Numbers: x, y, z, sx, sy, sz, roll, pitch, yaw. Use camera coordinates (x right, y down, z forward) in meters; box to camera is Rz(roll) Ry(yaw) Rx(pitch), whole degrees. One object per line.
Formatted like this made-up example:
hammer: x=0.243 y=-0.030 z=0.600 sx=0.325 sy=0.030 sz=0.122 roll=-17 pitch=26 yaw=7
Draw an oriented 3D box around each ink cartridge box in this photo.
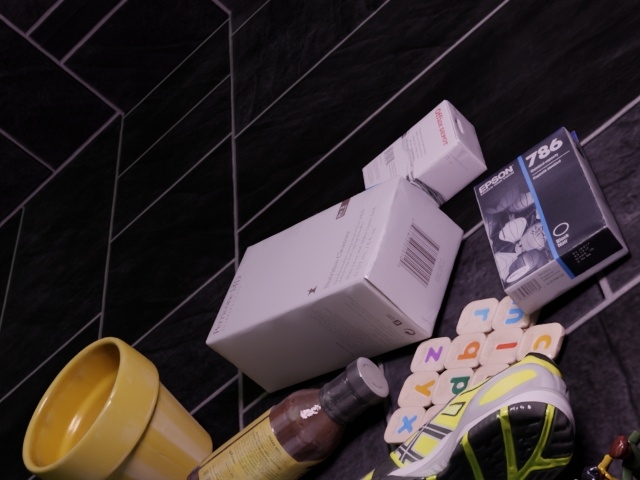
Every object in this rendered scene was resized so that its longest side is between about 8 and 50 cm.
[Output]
ink cartridge box: x=0.310 y=-0.049 z=1.899 sx=0.165 sy=0.065 sz=0.333 roll=-35 pitch=28 yaw=17
ink cartridge box: x=0.167 y=-0.117 z=2.206 sx=0.190 sy=0.082 sz=0.139 roll=-38 pitch=30 yaw=21

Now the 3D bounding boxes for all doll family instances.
doll family: x=0.312 y=0.294 z=1.437 sx=0.076 sy=0.111 sz=0.193 roll=-28 pitch=35 yaw=38

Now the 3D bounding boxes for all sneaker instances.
sneaker: x=0.167 y=0.278 z=1.665 sx=0.384 sy=0.145 sz=0.147 roll=-37 pitch=17 yaw=32

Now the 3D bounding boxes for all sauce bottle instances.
sauce bottle: x=-0.047 y=0.295 z=1.990 sx=0.344 sy=0.111 sz=0.111 roll=-39 pitch=29 yaw=23

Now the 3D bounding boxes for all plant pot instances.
plant pot: x=-0.319 y=0.326 z=2.226 sx=0.254 sy=0.239 sz=0.254 roll=-36 pitch=31 yaw=26

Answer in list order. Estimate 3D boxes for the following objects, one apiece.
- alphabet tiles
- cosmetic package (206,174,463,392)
alphabet tiles: x=0.206 y=0.198 z=1.821 sx=0.278 sy=0.021 sz=0.284 roll=-14 pitch=44 yaw=50
cosmetic package: x=0.018 y=0.075 z=2.102 sx=0.385 sy=0.156 sz=0.217 roll=-24 pitch=34 yaw=43
